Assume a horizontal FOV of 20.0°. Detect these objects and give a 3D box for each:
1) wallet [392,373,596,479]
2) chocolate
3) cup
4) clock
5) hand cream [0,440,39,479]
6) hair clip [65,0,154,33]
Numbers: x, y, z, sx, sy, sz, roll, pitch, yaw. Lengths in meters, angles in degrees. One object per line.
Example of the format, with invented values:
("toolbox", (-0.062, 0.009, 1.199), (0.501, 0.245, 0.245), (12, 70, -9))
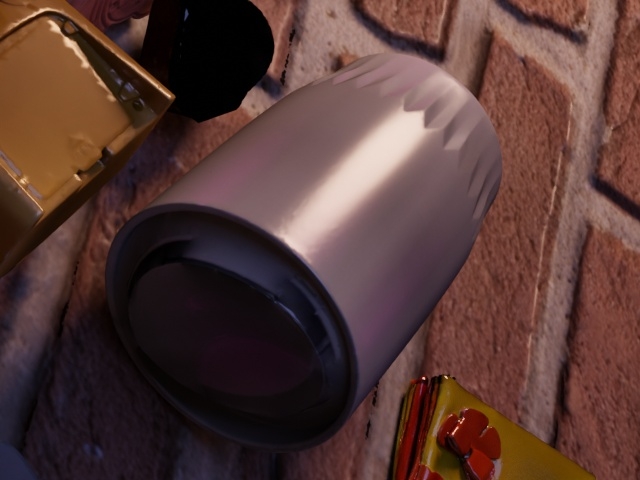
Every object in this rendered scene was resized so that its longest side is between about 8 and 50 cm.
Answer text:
("wallet", (0.180, 0.247, 1.828), (0.241, 0.067, 0.141), (33, 55, -28))
("chocolate", (-0.126, -0.181, 1.719), (0.148, 0.080, 0.125), (-55, 126, -34))
("cup", (0.000, 0.000, 1.647), (0.253, 0.253, 0.371), (55, 44, -9))
("clock", (-0.312, -0.135, 1.480), (0.317, 0.200, 0.244), (48, 45, -5))
("hand cream", (-0.308, 0.251, 1.410), (0.255, 0.048, 0.079), (-41, 106, -46))
("hair clip", (-0.195, -0.225, 1.668), (0.102, 0.123, 0.138), (14, 54, -5))
